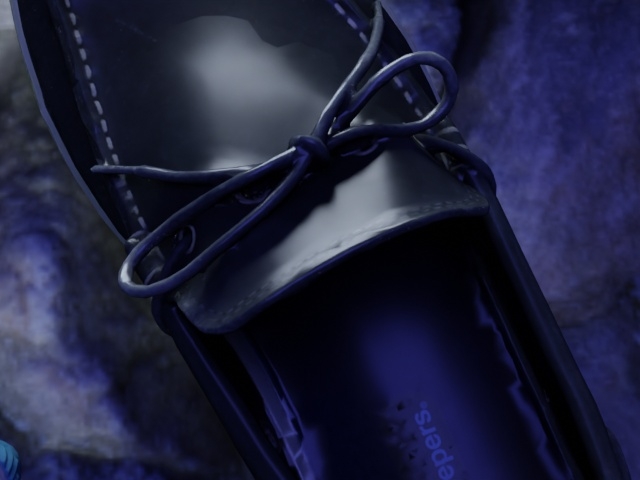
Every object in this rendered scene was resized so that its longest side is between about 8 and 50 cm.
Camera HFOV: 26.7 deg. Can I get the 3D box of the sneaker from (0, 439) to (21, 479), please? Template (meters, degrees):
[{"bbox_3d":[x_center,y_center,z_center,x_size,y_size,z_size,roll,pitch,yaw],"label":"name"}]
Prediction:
[{"bbox_3d":[-0.248,0.139,0.624,0.229,0.087,0.092,-12,79,0],"label":"sneaker"}]

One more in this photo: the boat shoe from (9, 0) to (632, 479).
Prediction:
[{"bbox_3d":[0.000,-0.004,0.623,0.187,0.156,0.500,-26,79,-8],"label":"boat shoe"}]
